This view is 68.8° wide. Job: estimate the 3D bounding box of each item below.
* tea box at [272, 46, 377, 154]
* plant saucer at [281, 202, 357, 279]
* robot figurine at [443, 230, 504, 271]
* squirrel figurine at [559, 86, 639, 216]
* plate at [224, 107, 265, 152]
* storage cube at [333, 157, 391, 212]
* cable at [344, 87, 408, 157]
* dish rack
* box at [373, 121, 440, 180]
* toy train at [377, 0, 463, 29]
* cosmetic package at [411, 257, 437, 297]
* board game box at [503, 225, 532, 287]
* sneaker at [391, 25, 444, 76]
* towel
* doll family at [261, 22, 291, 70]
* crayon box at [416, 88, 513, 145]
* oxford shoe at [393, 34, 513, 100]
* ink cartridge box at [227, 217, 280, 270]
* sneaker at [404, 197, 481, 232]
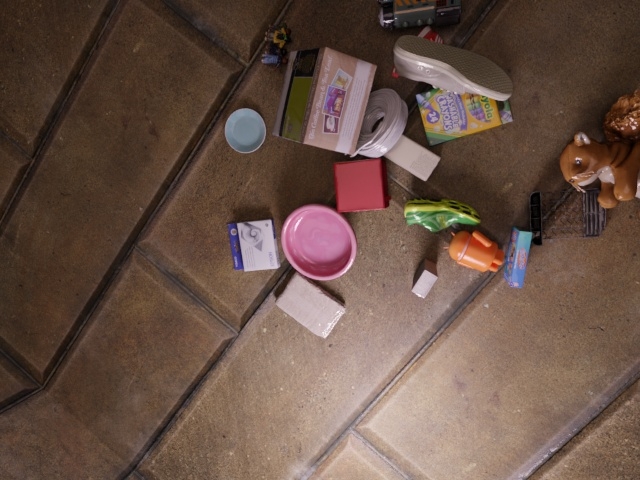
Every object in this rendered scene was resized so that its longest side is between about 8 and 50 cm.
[{"bbox_3d":[0.003,-0.518,1.747,0.220,0.323,0.329,8,104,-28],"label":"tea box"},{"bbox_3d":[0.000,0.000,1.952,0.332,0.084,0.332,8,113,19],"label":"plant saucer"},{"bbox_3d":[0.598,0.039,1.819,0.219,0.158,0.128,23,86,9],"label":"robot figurine"},{"bbox_3d":[1.051,-0.308,1.623,0.370,0.281,0.397,21,89,20],"label":"squirrel figurine"},{"bbox_3d":[-0.321,-0.472,2.013,0.188,0.024,0.188,2,98,13],"label":"plate"},{"bbox_3d":[0.168,-0.218,1.854,0.215,0.183,0.193,-4,96,15],"label":"storage cube"},{"bbox_3d":[0.211,-0.435,1.744,0.257,0.089,0.257,-13,62,45],"label":"cable"},{"bbox_3d":[0.923,-0.093,1.750,0.271,0.074,0.208,-4,98,14],"label":"dish rack"},{"bbox_3d":[0.328,-0.349,1.841,0.275,0.094,0.113,34,104,7],"label":"box"},{"bbox_3d":[0.370,-0.877,1.708,0.334,0.142,0.190,-1,81,14],"label":"toy train"},{"bbox_3d":[0.408,0.143,1.822,0.060,0.239,0.099,33,105,6],"label":"cosmetic package"},{"bbox_3d":[0.745,0.058,1.771,0.047,0.160,0.210,8,101,12],"label":"board game box"},{"bbox_3d":[0.381,-0.693,1.781,0.128,0.087,0.221,41,106,6],"label":"sneaker"},{"bbox_3d":[-0.043,0.282,2.052,0.282,0.049,0.187,36,103,7],"label":"towel"},{"bbox_3d":[-0.172,-0.792,1.906,0.111,0.076,0.193,12,106,7],"label":"doll family"},{"bbox_3d":[0.546,-0.502,1.772,0.323,0.083,0.203,-15,95,15],"label":"crayon box"},{"bbox_3d":[0.468,-0.602,1.683,0.449,0.169,0.130,22,147,7],"label":"oxford shoe"},{"bbox_3d":[-0.303,0.023,2.073,0.224,0.045,0.223,-7,97,15],"label":"ink cartridge box"},{"bbox_3d":[0.480,-0.095,1.853,0.295,0.109,0.123,8,123,10],"label":"sneaker"}]
